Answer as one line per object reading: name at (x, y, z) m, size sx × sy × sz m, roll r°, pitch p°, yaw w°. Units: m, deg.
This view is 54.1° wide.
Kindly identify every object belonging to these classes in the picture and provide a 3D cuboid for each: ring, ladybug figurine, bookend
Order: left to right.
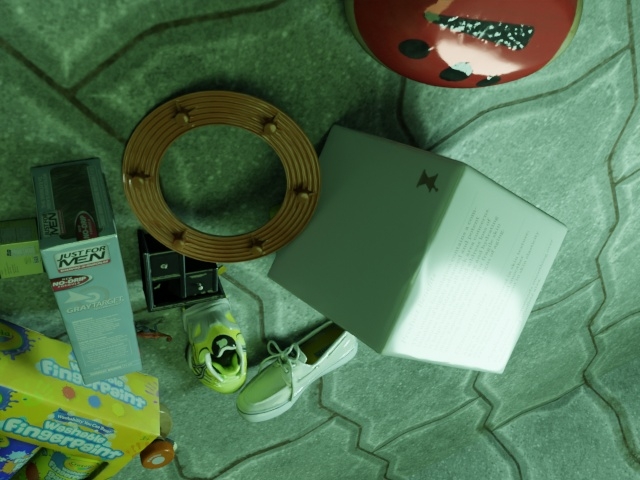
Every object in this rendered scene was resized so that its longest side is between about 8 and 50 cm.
bookend at (-0.268, 0.050, 1.222) m, size 0.157 × 0.072 × 0.156 m, roll -9°, pitch 132°, yaw -21°
ring at (-0.166, -0.092, 1.065) m, size 0.336 × 0.032 × 0.337 m, roll -2°, pitch 125°, yaw -2°
ladybug figurine at (0.245, -0.366, 0.991) m, size 0.449 × 0.162 × 0.305 m, roll -4°, pitch 137°, yaw -27°

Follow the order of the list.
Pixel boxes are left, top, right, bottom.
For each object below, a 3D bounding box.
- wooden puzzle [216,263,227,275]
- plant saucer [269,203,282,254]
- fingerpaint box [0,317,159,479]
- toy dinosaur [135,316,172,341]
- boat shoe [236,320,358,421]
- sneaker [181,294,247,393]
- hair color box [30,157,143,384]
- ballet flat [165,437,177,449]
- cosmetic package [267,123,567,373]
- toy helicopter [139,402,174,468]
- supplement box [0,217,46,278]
wooden puzzle at (-0.257, 0.054, 1.296) m, size 0.078 × 0.014 × 0.116 m, roll -42°, pitch 135°, yaw 13°
plant saucer at (0.000, 0.000, 1.309) m, size 0.188 × 0.045 × 0.188 m, roll -15°, pitch 119°, yaw -15°
fingerpaint box at (-0.614, 0.367, 1.251) m, size 0.371 × 0.163 × 0.445 m, roll -43°, pitch 127°, yaw 19°
toy dinosaur at (-0.368, 0.209, 1.363) m, size 0.082 × 0.090 × 0.047 m, roll 20°, pitch 124°, yaw 11°
boat shoe at (-0.065, 0.309, 1.594) m, size 0.367 × 0.136 × 0.156 m, roll -30°, pitch 137°, yaw -16°
sneaker at (-0.239, 0.282, 1.464) m, size 0.145 × 0.147 × 0.385 m, roll -21°, pitch 145°, yaw -11°
hair color box at (-0.396, 0.065, 1.085) m, size 0.113 × 0.185 × 0.374 m, roll -12°, pitch 140°, yaw -18°
ballet flat at (-0.472, 0.577, 1.744) m, size 0.057 × 0.049 × 0.173 m, roll -43°, pitch 140°, yaw 21°
cosmetic package at (0.189, 0.023, 1.193) m, size 0.393 × 0.327 × 0.329 m, roll 20°, pitch 96°, yaw -44°
toy helicopter at (-0.540, 0.480, 1.524) m, size 0.355 × 0.140 × 0.235 m, roll -16°, pitch 137°, yaw -13°
supplement box at (-0.512, 0.013, 1.061) m, size 0.083 × 0.056 × 0.083 m, roll -8°, pitch 139°, yaw -23°
